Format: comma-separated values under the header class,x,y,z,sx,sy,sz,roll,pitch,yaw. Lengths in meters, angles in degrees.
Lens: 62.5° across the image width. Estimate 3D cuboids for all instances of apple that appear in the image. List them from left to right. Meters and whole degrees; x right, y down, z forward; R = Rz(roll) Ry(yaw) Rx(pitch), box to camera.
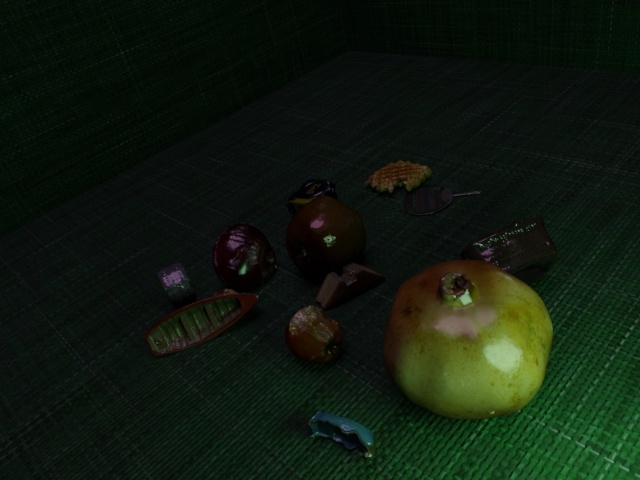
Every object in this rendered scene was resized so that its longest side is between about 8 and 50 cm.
class,x,y,z,sx,sy,sz,roll,pitch,yaw
apple,-0.016,0.288,1.561,0.156,0.147,0.158,1,33,-38

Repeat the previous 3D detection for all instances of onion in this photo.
class,x,y,z,sx,sy,sz,roll,pitch,yaw
onion,-0.300,0.061,1.932,0.216,0.207,0.206,-2,33,27

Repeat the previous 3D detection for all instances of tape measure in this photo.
class,x,y,z,sx,sy,sz,roll,pitch,yaw
tape measure,-0.021,-0.174,2.230,0.186,0.112,0.199,7,46,39

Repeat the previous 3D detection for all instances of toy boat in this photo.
class,x,y,z,sx,sy,sz,roll,pitch,yaw
toy boat,-0.387,0.263,1.759,0.392,0.136,0.079,-24,5,-6
toy boat,0.053,0.490,1.309,0.186,0.075,0.077,9,39,25

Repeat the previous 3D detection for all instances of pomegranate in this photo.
class,x,y,z,sx,sy,sz,roll,pitch,yaw
pomegranate,0.352,0.234,1.292,0.417,0.416,0.416,-10,35,7

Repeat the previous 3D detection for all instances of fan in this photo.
class,x,y,z,sx,sy,sz,roll,pitch,yaw
fan,0.468,-0.185,2.149,0.294,0.012,0.223,-23,34,-12

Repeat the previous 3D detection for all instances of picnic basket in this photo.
class,x,y,z,sx,sy,sz,roll,pitch,yaw
picnic basket,0.583,0.062,1.610,0.297,0.222,0.129,-22,52,-9

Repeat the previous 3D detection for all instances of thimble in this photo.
class,x,y,z,sx,sy,sz,roll,pitch,yaw
thimble,-0.523,0.160,1.920,0.098,0.150,0.150,-25,36,-15

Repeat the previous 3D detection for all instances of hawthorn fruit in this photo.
class,x,y,z,sx,sy,sz,roll,pitch,yaw
hawthorn fruit,0.000,0.000,1.853,0.268,0.267,0.301,22,49,41

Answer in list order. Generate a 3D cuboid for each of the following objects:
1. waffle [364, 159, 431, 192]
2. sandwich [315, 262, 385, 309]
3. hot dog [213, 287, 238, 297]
class,x,y,z,sx,sy,sz,roll,pitch,yaw
waffle,0.331,-0.277,2.283,0.261,0.056,0.250,-35,37,-26
sandwich,0.092,0.136,1.773,0.244,0.088,0.090,-27,33,-15
hot dog,-0.326,0.202,1.862,0.169,0.061,0.078,15,45,36
